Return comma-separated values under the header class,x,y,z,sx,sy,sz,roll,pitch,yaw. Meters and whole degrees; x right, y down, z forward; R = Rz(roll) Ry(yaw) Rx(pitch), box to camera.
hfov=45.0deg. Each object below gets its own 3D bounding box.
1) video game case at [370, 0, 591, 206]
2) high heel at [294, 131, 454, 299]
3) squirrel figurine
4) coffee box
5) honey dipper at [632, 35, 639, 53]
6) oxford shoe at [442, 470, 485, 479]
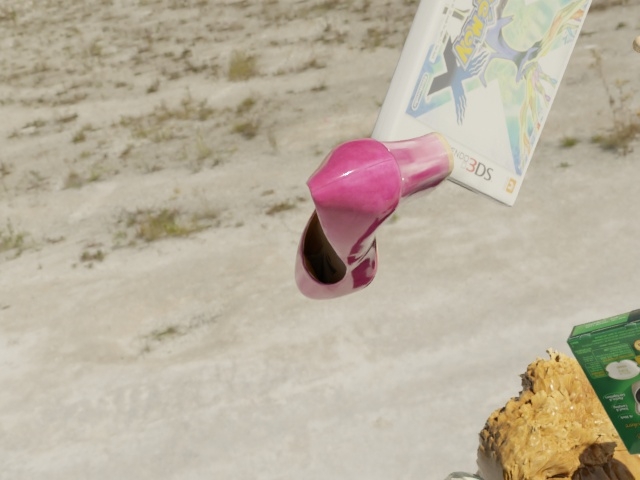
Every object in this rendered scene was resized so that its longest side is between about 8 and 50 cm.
class,x,y,z,sx,sy,sz,roll,pitch,yaw
video game case,0.217,-0.230,0.965,0.036,0.329,0.299,23,4,43
high heel,0.000,0.000,0.597,0.117,0.082,0.244,-18,-12,-31
squirrel figurine,0.459,0.399,1.343,0.370,0.397,0.281,-18,14,-17
coffee box,0.397,0.176,0.952,0.113,0.184,0.040,-25,12,41
honey dipper,0.360,-0.146,0.758,0.030,0.030,0.161,-19,62,-16
oxford shoe,0.226,0.415,1.042,0.130,0.169,0.449,-10,-4,-13
